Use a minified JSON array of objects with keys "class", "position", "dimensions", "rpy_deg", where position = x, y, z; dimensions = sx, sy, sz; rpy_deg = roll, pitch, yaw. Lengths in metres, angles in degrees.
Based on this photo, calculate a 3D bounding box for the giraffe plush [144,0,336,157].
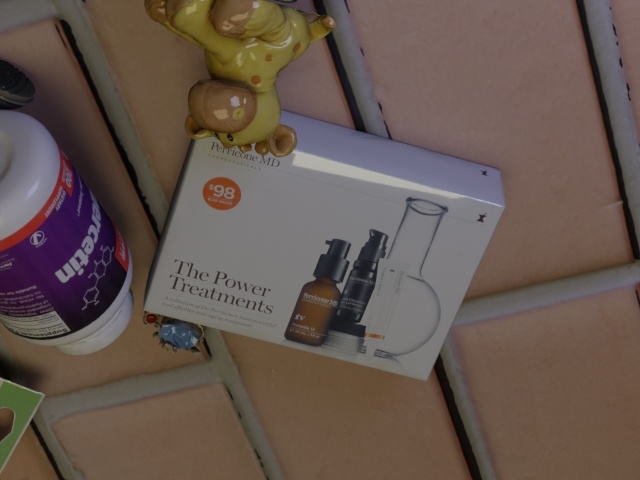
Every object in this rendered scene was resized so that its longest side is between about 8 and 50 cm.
[{"class":"giraffe plush","position":[-0.094,-0.184,1.741],"dimensions":[0.210,0.181,0.170],"rpy_deg":[7,99,-37]}]

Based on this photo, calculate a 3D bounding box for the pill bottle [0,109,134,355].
[{"class":"pill bottle","position":[-0.337,0.004,1.862],"dimensions":[0.182,0.181,0.323],"rpy_deg":[-14,144,11]}]

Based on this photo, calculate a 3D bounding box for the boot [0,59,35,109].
[{"class":"boot","position":[-0.448,-0.130,1.863],"dimensions":[0.190,0.076,0.208],"rpy_deg":[23,117,0]}]

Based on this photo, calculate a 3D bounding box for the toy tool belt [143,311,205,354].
[{"class":"toy tool belt","position":[-0.191,0.119,2.047],"dimensions":[0.083,0.051,0.052],"rpy_deg":[23,122,-14]}]

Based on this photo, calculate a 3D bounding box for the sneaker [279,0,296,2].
[{"class":"sneaker","position":[-0.149,-0.356,1.695],"dimensions":[0.300,0.111,0.121],"rpy_deg":[19,98,-6]}]

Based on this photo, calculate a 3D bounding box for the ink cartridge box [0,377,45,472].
[{"class":"ink cartridge box","position":[-0.505,0.204,2.110],"dimensions":[0.235,0.056,0.171],"rpy_deg":[22,123,-18]}]

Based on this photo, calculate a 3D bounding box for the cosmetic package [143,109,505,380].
[{"class":"cosmetic package","position":[0.000,0.000,1.937],"dimensions":[0.377,0.097,0.284],"rpy_deg":[14,121,-9]}]
